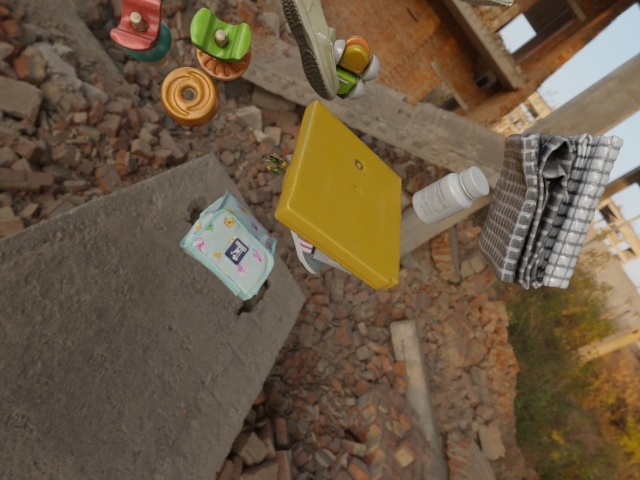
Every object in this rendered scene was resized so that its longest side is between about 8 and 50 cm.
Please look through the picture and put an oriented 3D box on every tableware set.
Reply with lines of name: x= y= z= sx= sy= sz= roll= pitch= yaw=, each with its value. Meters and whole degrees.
tableware set: x=-0.177 y=-0.295 z=1.642 sx=0.104 sy=0.154 sz=0.024 roll=36 pitch=74 yaw=-24

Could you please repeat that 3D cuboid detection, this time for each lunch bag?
lunch bag: x=-0.241 y=0.018 z=1.110 sx=0.223 sy=0.160 sz=0.262 roll=48 pitch=17 yaw=-20

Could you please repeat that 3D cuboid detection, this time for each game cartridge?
game cartridge: x=0.055 y=-0.090 z=0.823 sx=0.285 sy=0.052 sz=0.324 roll=36 pitch=45 yaw=-27

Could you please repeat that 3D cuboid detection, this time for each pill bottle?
pill bottle: x=0.438 y=-0.152 z=1.392 sx=0.131 sy=0.229 sz=0.131 roll=20 pitch=56 yaw=-34

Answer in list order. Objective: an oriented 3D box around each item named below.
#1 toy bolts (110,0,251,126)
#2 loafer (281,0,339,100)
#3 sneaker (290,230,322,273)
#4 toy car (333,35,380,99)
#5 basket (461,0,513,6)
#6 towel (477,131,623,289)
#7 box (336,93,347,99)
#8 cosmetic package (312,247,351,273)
toy bolts: x=-0.261 y=-0.323 z=0.768 sx=0.228 sy=0.219 sz=0.158 roll=20 pitch=-1 yaw=-10
loafer: x=-0.002 y=-0.483 z=1.022 sx=0.102 sy=0.092 sz=0.269 roll=36 pitch=-25 yaw=53
sneaker: x=0.000 y=0.000 z=1.597 sx=0.124 sy=0.178 sz=0.296 roll=-52 pitch=132 yaw=-47
toy car: x=0.084 y=-0.533 z=1.249 sx=0.159 sy=0.182 sz=0.136 roll=18 pitch=58 yaw=-19
basket: x=0.477 y=-0.737 z=1.181 sx=0.113 sy=0.103 sz=0.167 roll=-1 pitch=29 yaw=-25
towel: x=0.351 y=-0.063 z=0.692 sx=0.121 sy=0.235 sz=0.283 roll=15 pitch=16 yaw=13
box: x=0.136 y=-0.728 z=1.845 sx=0.077 sy=0.147 sz=0.180 roll=36 pitch=36 yaw=4
cosmetic package: x=0.081 y=-0.041 z=1.140 sx=0.127 sy=0.238 sz=0.107 roll=22 pitch=23 yaw=-4
